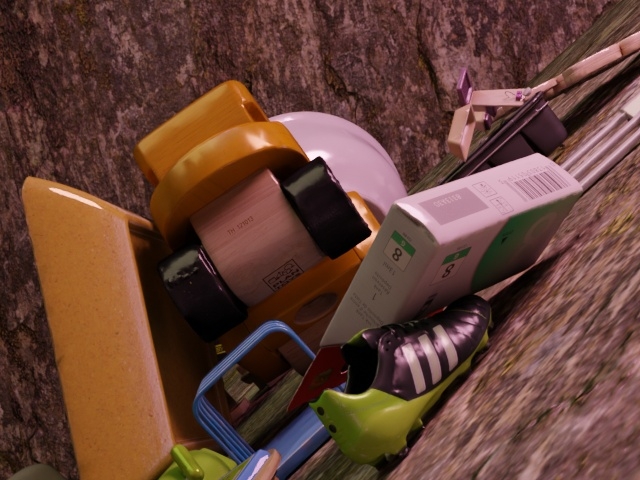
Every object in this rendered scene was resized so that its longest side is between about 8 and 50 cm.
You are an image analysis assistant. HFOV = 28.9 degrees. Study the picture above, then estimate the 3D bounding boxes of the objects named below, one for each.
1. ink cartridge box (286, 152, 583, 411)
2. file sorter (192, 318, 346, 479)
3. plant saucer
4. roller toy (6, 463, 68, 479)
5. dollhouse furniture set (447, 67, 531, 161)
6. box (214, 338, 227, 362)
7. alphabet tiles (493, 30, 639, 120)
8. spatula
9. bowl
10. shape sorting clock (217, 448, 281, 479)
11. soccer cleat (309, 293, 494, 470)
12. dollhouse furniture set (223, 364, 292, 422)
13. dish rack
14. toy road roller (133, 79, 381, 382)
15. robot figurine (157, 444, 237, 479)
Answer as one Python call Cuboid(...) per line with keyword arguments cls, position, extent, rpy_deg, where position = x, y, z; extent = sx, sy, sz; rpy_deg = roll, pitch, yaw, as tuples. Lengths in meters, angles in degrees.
Cuboid(cls="ink cartridge box", position=(0.085, 0.046, 0.949), extent=(0.181, 0.056, 0.225), rpy_deg=(-20, -36, -44))
Cuboid(cls="file sorter", position=(-0.044, 0.141, 1.119), extent=(0.118, 0.104, 0.170), rpy_deg=(-42, 1, -4))
Cuboid(cls="plant saucer", position=(-0.175, 0.106, 1.270), extent=(0.081, 0.333, 0.333), rpy_deg=(-15, -9, 9))
Cuboid(cls="roller toy", position=(-0.307, 0.345, 1.309), extent=(0.209, 0.146, 0.191), rpy_deg=(-50, -6, 1))
Cuboid(cls="dollhouse furniture set", position=(0.200, -0.129, 1.429), extent=(0.081, 0.091, 0.114), rpy_deg=(2, 54, 23))
Cuboid(cls="box", position=(-0.201, 0.150, 1.760), extent=(0.190, 0.045, 0.184), rpy_deg=(-4, 4, 26))
Cuboid(cls="alphabet tiles", position=(0.351, -0.222, 1.624), extent=(0.278, 0.021, 0.284), rpy_deg=(-27, -1, -6))
Cuboid(cls="spatula", position=(0.267, -0.085, 1.149), extent=(0.242, 0.019, 0.168), rpy_deg=(-43, 7, 7))
Cuboid(cls="bowl", position=(0.000, 0.000, 1.496), extent=(0.298, 0.298, 0.134), rpy_deg=(-43, 27, -9))
Cuboid(cls="shape sorting clock", position=(-0.098, 0.239, 0.934), extent=(0.206, 0.040, 0.206), rpy_deg=(-45, 4, 4))
Cuboid(cls="soccer cleat", position=(0.059, 0.077, 0.831), extent=(0.060, 0.072, 0.179), rpy_deg=(-41, 2, 45))
Cuboid(cls="dollhouse furniture set", position=(-0.128, 0.177, 1.818), extent=(0.151, 0.123, 0.144), rpy_deg=(-42, 2, 10))
Cuboid(cls="dish rack", position=(0.202, -0.081, 1.555), extent=(0.208, 0.074, 0.271), rpy_deg=(-42, 1, 1))
Cuboid(cls="toy road roller", position=(-0.059, -0.016, 1.305), extent=(0.202, 0.241, 0.329), rpy_deg=(-34, -27, 3))
Cuboid(cls="robot figurine", position=(-0.118, 0.233, 1.110), extent=(0.115, 0.067, 0.101), rpy_deg=(-45, -24, -56))
